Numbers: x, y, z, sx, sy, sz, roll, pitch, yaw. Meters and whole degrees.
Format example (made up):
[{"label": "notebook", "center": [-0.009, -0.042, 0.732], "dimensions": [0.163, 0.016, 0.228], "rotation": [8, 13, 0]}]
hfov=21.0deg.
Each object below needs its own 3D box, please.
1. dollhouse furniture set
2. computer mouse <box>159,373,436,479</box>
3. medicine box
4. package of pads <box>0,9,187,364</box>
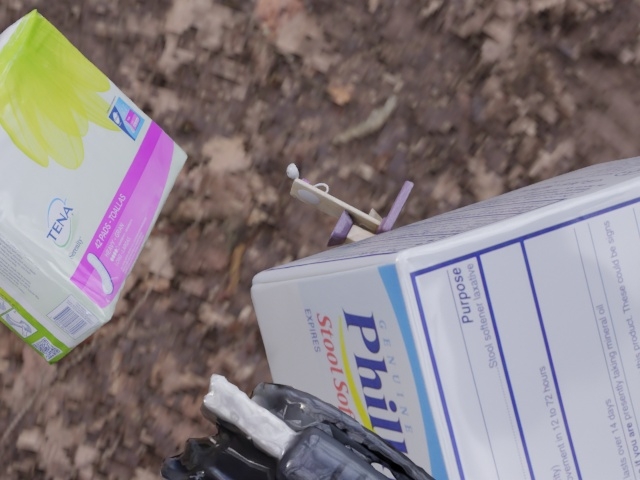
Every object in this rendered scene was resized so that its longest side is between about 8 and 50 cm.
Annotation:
[{"label": "dollhouse furniture set", "center": [0.000, 0.000, 1.182], "dimensions": [0.081, 0.114, 0.091], "rotation": [27, 68, 3]}, {"label": "computer mouse", "center": [0.025, 0.111, 0.266], "dimensions": [0.188, 0.072, 0.272], "rotation": [39, 21, 3]}, {"label": "medicine box", "center": [0.141, 0.104, 0.991], "dimensions": [0.289, 0.149, 0.263], "rotation": [-17, 95, -33]}, {"label": "package of pads", "center": [-0.266, -0.062, 1.630], "dimensions": [0.229, 0.101, 0.296], "rotation": [44, 33, -19]}]
